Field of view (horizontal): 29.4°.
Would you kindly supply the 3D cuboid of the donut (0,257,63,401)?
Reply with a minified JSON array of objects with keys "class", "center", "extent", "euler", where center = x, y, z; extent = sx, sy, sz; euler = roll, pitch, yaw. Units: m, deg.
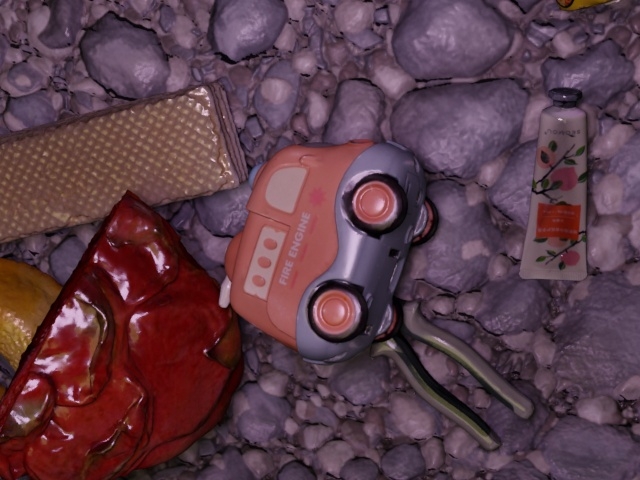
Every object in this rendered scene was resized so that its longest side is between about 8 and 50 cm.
[{"class":"donut","center":[-0.432,0.176,1.617],"extent":[0.303,0.110,0.302],"euler":[4,106,14]}]

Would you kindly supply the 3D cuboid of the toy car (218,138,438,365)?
[{"class":"toy car","center":[0.000,0.000,1.412],"extent":[0.213,0.180,0.270],"euler":[20,92,19]}]

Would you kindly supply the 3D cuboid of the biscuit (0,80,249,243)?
[{"class":"biscuit","center":[-0.305,-0.085,1.528],"extent":[0.426,0.078,0.144],"euler":[-11,104,17]}]

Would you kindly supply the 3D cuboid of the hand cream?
[{"class":"hand cream","center":[0.276,-0.061,1.414],"extent":[0.080,0.050,0.233],"euler":[3,112,9]}]

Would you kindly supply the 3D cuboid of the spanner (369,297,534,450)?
[{"class":"spanner","center":[0.117,0.130,1.505],"extent":[0.325,0.040,0.095],"euler":[41,110,0]}]

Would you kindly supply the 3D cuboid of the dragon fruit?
[{"class":"dragon fruit","center":[-0.216,0.152,1.412],"extent":[0.286,0.329,0.228],"euler":[41,132,-7]}]

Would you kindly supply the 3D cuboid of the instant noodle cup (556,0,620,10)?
[{"class":"instant noodle cup","center":[0.291,-0.328,1.269],"extent":[0.182,0.182,0.144],"euler":[-19,108,18]}]
